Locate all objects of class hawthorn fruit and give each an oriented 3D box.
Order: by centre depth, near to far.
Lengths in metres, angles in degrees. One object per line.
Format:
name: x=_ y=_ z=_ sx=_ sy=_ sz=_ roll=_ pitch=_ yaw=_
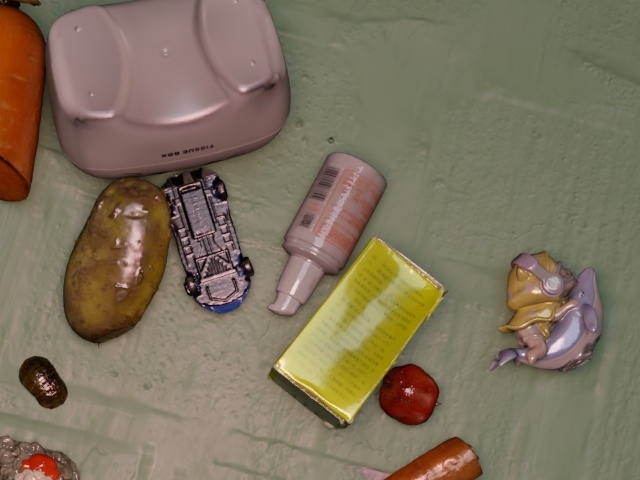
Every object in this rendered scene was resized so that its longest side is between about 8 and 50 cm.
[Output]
hawthorn fruit: x=0.132 y=0.223 z=1.885 sx=0.093 sy=0.093 sz=0.093 roll=1 pitch=78 yaw=-6

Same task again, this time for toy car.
toy car: x=-0.164 y=0.002 z=1.902 sx=0.103 sy=0.063 sz=0.216 roll=-18 pitch=81 yaw=-4

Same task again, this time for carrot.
carrot: x=-0.491 y=-0.240 z=1.847 sx=0.214 sy=0.193 sz=0.331 roll=15 pitch=76 yaw=-29
carrot: x=0.126 y=0.348 z=1.866 sx=0.205 sy=0.072 sz=0.072 roll=-24 pitch=82 yaw=-8

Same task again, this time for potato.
potato: x=-0.286 y=0.031 z=1.848 sx=0.149 sy=0.113 sz=0.251 roll=17 pitch=95 yaw=33

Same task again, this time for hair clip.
hair clip: x=-0.492 y=0.317 z=1.785 sx=0.321 sy=0.091 sz=0.138 roll=12 pitch=74 yaw=-5

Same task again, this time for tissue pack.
tissue pack: x=-0.216 y=-0.216 z=1.863 sx=0.333 sy=0.236 sz=0.229 roll=-12 pitch=69 yaw=-9

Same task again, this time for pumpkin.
pumpkin: x=-0.392 y=0.200 z=1.855 sx=0.050 sy=0.028 sz=0.083 roll=-41 pitch=90 yaw=-15

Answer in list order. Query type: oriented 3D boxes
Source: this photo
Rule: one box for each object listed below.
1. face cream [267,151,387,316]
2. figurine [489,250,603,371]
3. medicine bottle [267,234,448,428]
face cream: x=0.000 y=0.000 z=1.905 sx=0.101 sy=0.101 sz=0.252 roll=28 pitch=77 yaw=0
figurine: x=0.324 y=0.112 z=1.910 sx=0.208 sy=0.128 sz=0.184 roll=-39 pitch=83 yaw=-8
medicine bottle: x=0.051 y=0.134 z=1.863 sx=0.141 sy=0.137 sz=0.250 roll=36 pitch=77 yaw=7
